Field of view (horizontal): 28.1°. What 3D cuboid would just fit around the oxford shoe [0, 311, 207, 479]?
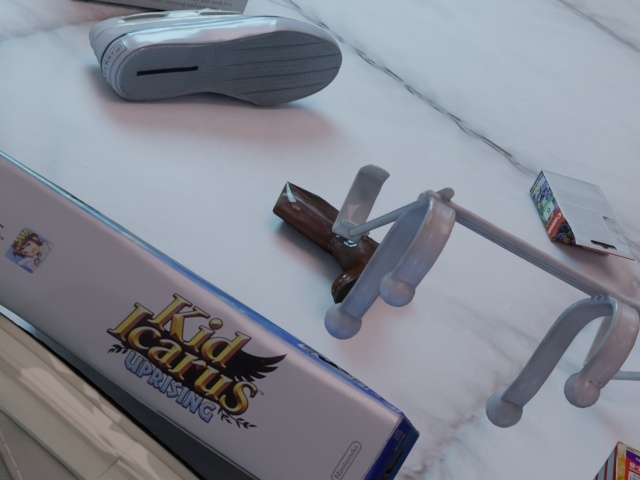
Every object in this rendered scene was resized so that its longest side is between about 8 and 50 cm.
[{"bbox_3d":[-0.028,0.204,0.545,0.449,0.130,0.169,39,-12,8],"label":"oxford shoe"}]

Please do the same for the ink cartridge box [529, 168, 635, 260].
[{"bbox_3d":[0.232,-0.015,1.139,0.063,0.029,0.115,15,34,-18],"label":"ink cartridge box"}]

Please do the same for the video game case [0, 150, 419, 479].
[{"bbox_3d":[-0.068,0.051,0.654,0.244,0.061,0.269,31,-6,10],"label":"video game case"}]

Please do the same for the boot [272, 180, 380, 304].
[{"bbox_3d":[0.000,0.000,0.942,0.114,0.037,0.106,40,21,18],"label":"boot"}]

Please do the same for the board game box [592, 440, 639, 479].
[{"bbox_3d":[0.207,0.209,0.672,0.193,0.146,0.045,25,31,1],"label":"board game box"}]

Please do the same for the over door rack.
[{"bbox_3d":[0.125,0.057,0.788,0.239,0.108,0.324,29,3,-6],"label":"over door rack"}]

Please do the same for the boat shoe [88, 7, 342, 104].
[{"bbox_3d":[-0.087,-0.168,1.089,0.226,0.083,0.076,-3,42,-37],"label":"boat shoe"}]

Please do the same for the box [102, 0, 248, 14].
[{"bbox_3d":[-0.166,-0.313,1.216,0.181,0.119,0.182,2,38,-34],"label":"box"}]
